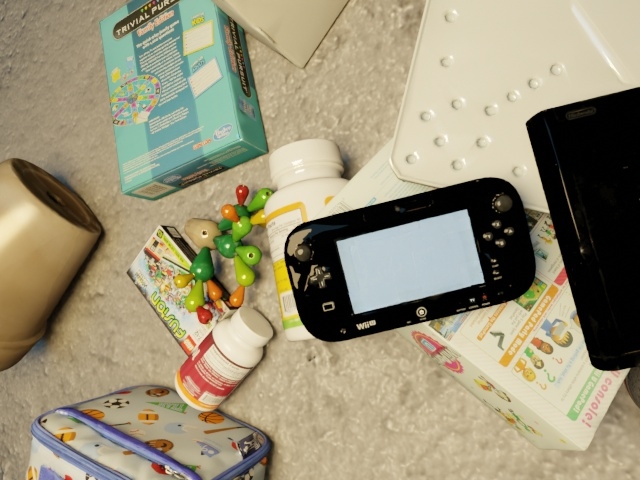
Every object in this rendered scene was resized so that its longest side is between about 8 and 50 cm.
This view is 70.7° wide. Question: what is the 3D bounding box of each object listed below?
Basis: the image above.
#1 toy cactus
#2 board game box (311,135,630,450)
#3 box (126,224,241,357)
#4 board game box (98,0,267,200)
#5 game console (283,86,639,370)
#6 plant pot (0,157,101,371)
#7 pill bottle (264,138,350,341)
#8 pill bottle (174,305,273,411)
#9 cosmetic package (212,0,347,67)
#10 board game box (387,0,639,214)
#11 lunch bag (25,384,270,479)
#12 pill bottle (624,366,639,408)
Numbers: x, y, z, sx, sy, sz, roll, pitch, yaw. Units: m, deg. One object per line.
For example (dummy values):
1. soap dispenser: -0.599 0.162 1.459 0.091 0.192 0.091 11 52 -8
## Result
1. toy cactus: -0.161 0.003 0.691 0.180 0.112 0.219 22 86 43
2. board game box: 0.168 0.020 0.470 0.303 0.098 0.224 39 71 17
3. box: -0.233 0.083 0.756 0.207 0.036 0.114 44 104 22
4. board game box: -0.242 -0.269 0.772 0.253 0.079 0.337 -17 78 23
5. game console: 0.154 0.012 0.370 0.360 0.044 0.214 -14 84 4
6. plant pot: -0.567 0.016 0.798 0.280 0.323 0.323 -44 68 -3
7. pill bottle: 0.000 0.000 0.599 0.136 0.136 0.246 -16 78 23
8. pill bottle: -0.142 0.175 0.677 0.152 0.086 0.086 -49 68 12
9. cosmetic package: -0.012 -0.468 0.612 0.156 0.217 0.385 43 101 24
10. board game box: 0.294 -0.201 0.422 0.389 0.050 0.391 14 87 6
11. lunch bag: -0.229 0.303 0.618 0.302 0.243 0.115 10 89 27
12. pill bottle: 0.344 0.136 0.398 0.107 0.180 0.108 -3 84 25
